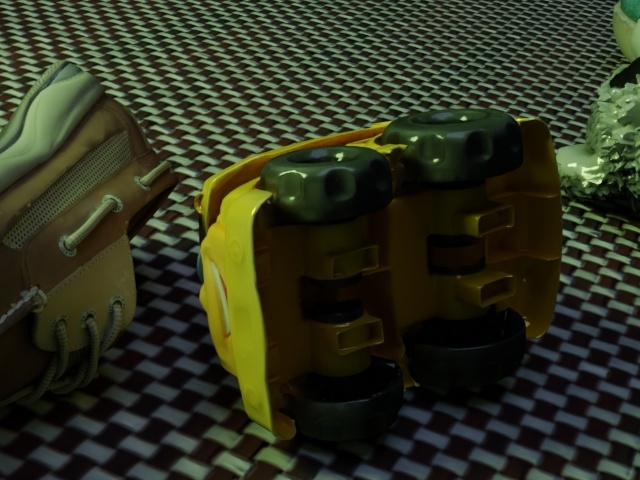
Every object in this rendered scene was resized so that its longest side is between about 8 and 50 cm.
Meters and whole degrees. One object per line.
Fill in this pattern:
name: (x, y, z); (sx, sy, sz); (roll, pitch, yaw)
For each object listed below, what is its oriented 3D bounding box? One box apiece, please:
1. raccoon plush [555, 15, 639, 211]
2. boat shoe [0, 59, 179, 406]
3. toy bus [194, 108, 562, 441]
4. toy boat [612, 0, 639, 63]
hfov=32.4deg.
raccoon plush: (0.318, -0.003, 0.769); (0.216, 0.299, 0.447); (15, 55, -21)
boat shoe: (-0.149, 0.022, 0.566); (0.116, 0.123, 0.324); (35, 38, -13)
toy bus: (0.000, 0.000, 0.644); (0.220, 0.150, 0.211); (-18, 23, -37)
toy boat: (0.471, -0.223, 1.200); (0.267, 0.148, 0.318); (8, 26, -2)
